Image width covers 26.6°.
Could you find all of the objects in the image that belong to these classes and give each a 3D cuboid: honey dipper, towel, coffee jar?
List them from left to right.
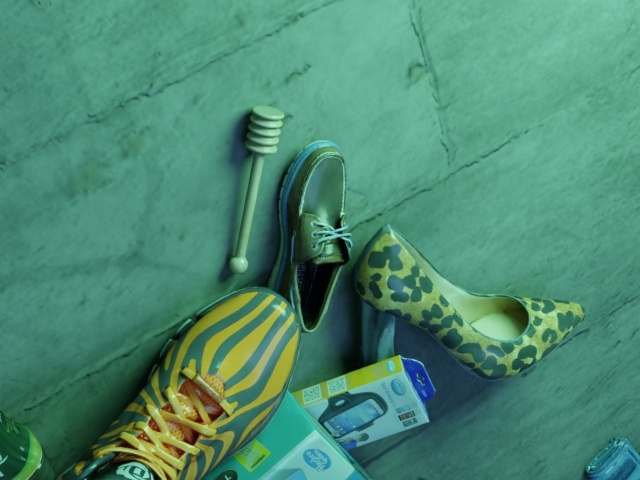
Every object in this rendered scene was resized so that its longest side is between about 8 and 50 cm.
[{"bbox_3d":[-0.307,0.165,1.141,0.096,0.079,0.184,-40,127,-9],"label":"coffee jar"},{"bbox_3d":[-0.063,-0.043,1.226,0.030,0.030,0.161,0,115,-31],"label":"honey dipper"},{"bbox_3d":[0.370,0.292,1.646,0.067,0.029,0.119,-46,128,-4],"label":"towel"}]

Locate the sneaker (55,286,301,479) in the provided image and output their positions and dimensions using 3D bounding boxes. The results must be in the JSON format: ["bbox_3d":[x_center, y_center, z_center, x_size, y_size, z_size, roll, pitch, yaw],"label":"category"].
[{"bbox_3d":[-0.128,0.180,1.178,0.124,0.180,0.321,39,88,-4],"label":"sneaker"}]

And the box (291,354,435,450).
[{"bbox_3d":[0.046,0.165,1.353,0.136,0.028,0.081,-20,128,10],"label":"box"}]

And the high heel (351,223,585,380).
[{"bbox_3d":[0.157,0.048,1.357,0.261,0.093,0.186,-12,124,-16],"label":"high heel"}]

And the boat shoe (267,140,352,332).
[{"bbox_3d":[0.000,0.000,1.259,0.066,0.066,0.183,-4,114,-31],"label":"boat shoe"}]

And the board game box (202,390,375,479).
[{"bbox_3d":[-0.078,0.344,1.344,0.336,0.079,0.254,-42,127,-1],"label":"board game box"}]
